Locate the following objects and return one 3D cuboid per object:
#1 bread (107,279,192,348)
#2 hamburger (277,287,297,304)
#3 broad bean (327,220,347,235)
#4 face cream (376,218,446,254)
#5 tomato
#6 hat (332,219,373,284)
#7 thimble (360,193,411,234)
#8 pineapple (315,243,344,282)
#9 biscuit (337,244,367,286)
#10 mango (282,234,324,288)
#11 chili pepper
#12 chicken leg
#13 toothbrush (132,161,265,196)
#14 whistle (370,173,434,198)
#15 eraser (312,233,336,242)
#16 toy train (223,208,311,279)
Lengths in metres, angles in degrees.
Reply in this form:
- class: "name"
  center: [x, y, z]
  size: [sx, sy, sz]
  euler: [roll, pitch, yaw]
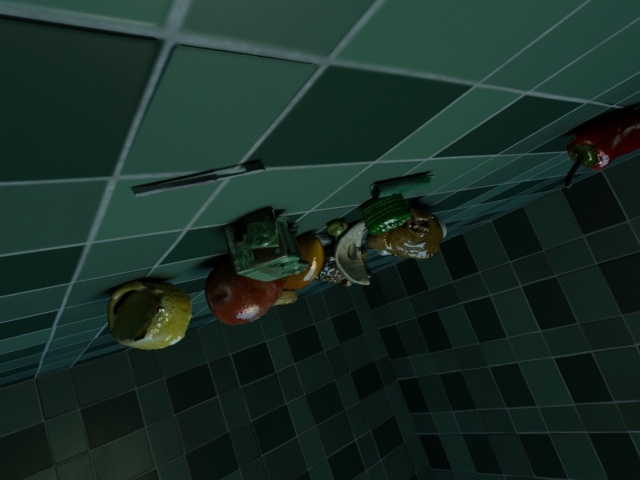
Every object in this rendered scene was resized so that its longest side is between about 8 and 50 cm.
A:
- class: "bread"
  center: [-0.461, 0.198, 1.137]
  size: [0.197, 0.197, 0.170]
  euler: [-20, 163, 0]
- class: "hamburger"
  center: [-0.183, 0.162, 1.477]
  size: [0.285, 0.146, 0.243]
  euler: [2, 174, -29]
- class: "broad bean"
  center: [0.051, -0.038, 1.259]
  size: [0.063, 0.045, 0.083]
  euler: [-35, 174, 15]
- class: "face cream"
  center: [0.399, -0.011, 1.876]
  size: [0.345, 0.102, 0.102]
  euler: [-18, 169, -21]
- class: "tomato"
  center: [-0.225, 0.133, 1.214]
  size: [0.232, 0.189, 0.232]
  euler: [-27, -176, 2]
- class: "hat"
  center: [0.110, 0.034, 1.457]
  size: [0.164, 0.220, 0.226]
  euler: [-3, -174, -6]
- class: "thimble"
  center: [0.182, -0.076, 1.170]
  size: [0.130, 0.090, 0.118]
  euler: [-21, 168, 5]
- class: "pineapple"
  center: [0.004, 0.073, 1.519]
  size: [0.170, 0.141, 0.310]
  euler: [-24, 161, 25]
- class: "biscuit"
  center: [0.097, 0.098, 1.686]
  size: [0.035, 0.184, 0.248]
  euler: [17, 159, -34]
- class: "mango"
  center: [-0.059, 0.064, 1.313]
  size: [0.102, 0.141, 0.217]
  euler: [0, 139, -38]
- class: "chili pepper"
  center: [0.784, -0.271, 1.192]
  size: [0.338, 0.131, 0.134]
  euler: [-23, -165, -8]
- class: "chicken leg"
  center: [0.304, -0.029, 1.509]
  size: [0.295, 0.182, 0.409]
  euler: [-5, 168, 9]
- class: "toothbrush"
  center: [-0.176, -0.091, 0.626]
  size: [0.194, 0.017, 0.014]
  euler: [-16, 170, -19]
- class: "whistle"
  center: [0.209, -0.138, 1.052]
  size: [0.186, 0.039, 0.039]
  euler: [-15, 169, -28]
- class: "eraser"
  center: [0.000, 0.000, 1.382]
  size: [0.052, 0.029, 0.122]
  euler: [-26, 168, 29]
- class: "toy train"
  center: [-0.120, 0.026, 1.029]
  size: [0.159, 0.129, 0.326]
  euler: [-17, 169, 4]
